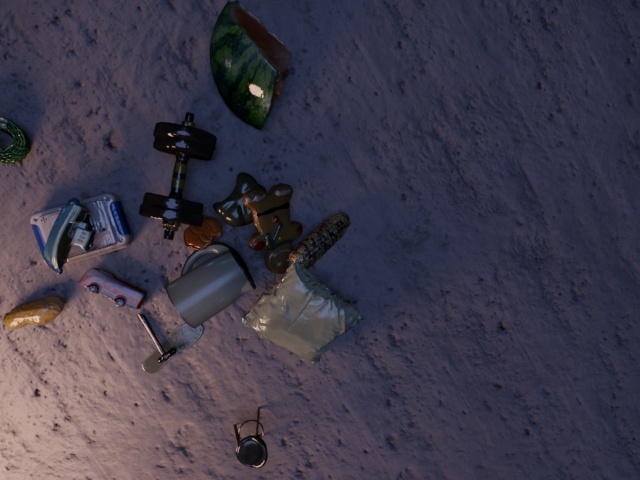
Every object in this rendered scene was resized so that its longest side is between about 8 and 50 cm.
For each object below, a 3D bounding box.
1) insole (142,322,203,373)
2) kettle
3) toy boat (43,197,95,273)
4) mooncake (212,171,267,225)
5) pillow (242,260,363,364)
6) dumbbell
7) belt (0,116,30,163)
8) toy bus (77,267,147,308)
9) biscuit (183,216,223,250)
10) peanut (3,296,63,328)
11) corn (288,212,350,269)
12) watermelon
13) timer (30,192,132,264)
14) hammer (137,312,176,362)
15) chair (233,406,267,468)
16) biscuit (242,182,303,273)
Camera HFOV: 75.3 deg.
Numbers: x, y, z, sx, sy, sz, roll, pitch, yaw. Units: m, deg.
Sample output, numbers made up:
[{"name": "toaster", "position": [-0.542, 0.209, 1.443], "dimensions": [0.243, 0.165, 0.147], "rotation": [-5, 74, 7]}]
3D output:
[{"name": "insole", "position": [-0.484, 0.347, 1.353], "dimensions": [0.232, 0.003, 0.080], "rotation": [-40, 98, -6]}, {"name": "kettle", "position": [-0.346, 0.119, 1.300], "dimensions": [0.236, 0.161, 0.221], "rotation": [-33, 66, -7]}, {"name": "toy boat", "position": [-0.705, -0.007, 1.181], "dimensions": [0.102, 0.088, 0.215], "rotation": [24, 86, -10]}, {"name": "mooncake", "position": [-0.256, -0.130, 1.323], "dimensions": [0.169, 0.104, 0.175], "rotation": [7, 88, -4]}, {"name": "pillow", "position": [-0.050, 0.240, 1.326], "dimensions": [0.310, 0.138, 0.283], "rotation": [35, 110, -11]}, {"name": "dumbbell", "position": [-0.427, -0.194, 1.251], "dimensions": [0.185, 0.185, 0.388], "rotation": [10, 90, -10]}, {"name": "belt", "position": [-0.940, -0.299, 1.219], "dimensions": [0.151, 0.079, 0.121], "rotation": [44, 75, -19]}, {"name": "toy bus", "position": [-0.643, 0.152, 1.291], "dimensions": [0.192, 0.065, 0.077], "rotation": [29, 77, -10]}, {"name": "biscuit", "position": [-0.377, -0.023, 1.325], "dimensions": [0.130, 0.019, 0.102], "rotation": [-34, 67, -9]}, {"name": "peanut", "position": [-0.866, 0.222, 1.252], "dimensions": [0.175, 0.080, 0.080], "rotation": [-17, 95, -5]}, {"name": "corn", "position": [0.000, 0.000, 1.362], "dimensions": [0.253, 0.086, 0.086], "rotation": [-44, 98, -21]}, {"name": "watermelon", "position": [-0.218, -0.558, 1.254], "dimensions": [0.292, 0.222, 0.319], "rotation": [32, 87, -13]}, {"name": "timer", "position": [-0.725, -0.032, 1.261], "dimensions": [0.254, 0.078, 0.178], "rotation": [-18, 95, -8]}, {"name": "hammer", "position": [-0.534, 0.306, 1.335], "dimensions": [0.065, 0.021, 0.178], "rotation": [-30, 92, -6]}, {"name": "chair", "position": [-0.222, 0.622, 1.300], "dimensions": [0.095, 0.221, 0.104], "rotation": [-5, 93, -13]}, {"name": "biscuit", "position": [-0.139, -0.030, 1.321], "dimensions": [0.197, 0.049, 0.301], "rotation": [-19, 116, -30]}]
